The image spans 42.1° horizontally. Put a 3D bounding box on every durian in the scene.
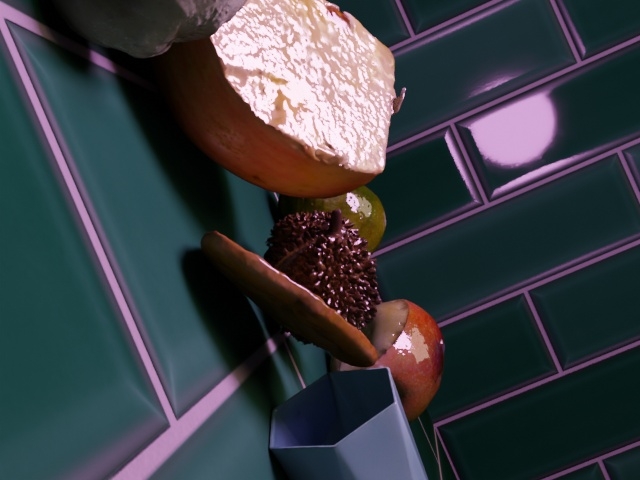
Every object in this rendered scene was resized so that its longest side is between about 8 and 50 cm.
[{"bbox_3d":[0.006,0.036,1.075,0.196,0.167,0.196,35,-48,51],"label":"durian"}]

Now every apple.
[{"bbox_3d":[0.108,0.204,1.318,0.174,0.207,0.188,23,31,-15],"label":"apple"},{"bbox_3d":[-0.074,-0.205,0.979,0.309,0.252,0.314,28,8,-30],"label":"apple"}]

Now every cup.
[{"bbox_3d":[0.056,0.266,0.855,0.148,0.134,0.235,-82,150,-73],"label":"cup"}]

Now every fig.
[{"bbox_3d":[0.000,0.000,1.447,0.235,0.203,0.203,-67,152,-21],"label":"fig"}]

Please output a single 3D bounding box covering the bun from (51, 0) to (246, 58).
[{"bbox_3d":[-0.145,-0.240,0.755,0.118,0.195,0.195,77,-5,-52],"label":"bun"}]

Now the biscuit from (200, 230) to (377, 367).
[{"bbox_3d":[-0.040,0.062,0.870,0.203,0.041,0.260,31,-10,38],"label":"biscuit"}]
